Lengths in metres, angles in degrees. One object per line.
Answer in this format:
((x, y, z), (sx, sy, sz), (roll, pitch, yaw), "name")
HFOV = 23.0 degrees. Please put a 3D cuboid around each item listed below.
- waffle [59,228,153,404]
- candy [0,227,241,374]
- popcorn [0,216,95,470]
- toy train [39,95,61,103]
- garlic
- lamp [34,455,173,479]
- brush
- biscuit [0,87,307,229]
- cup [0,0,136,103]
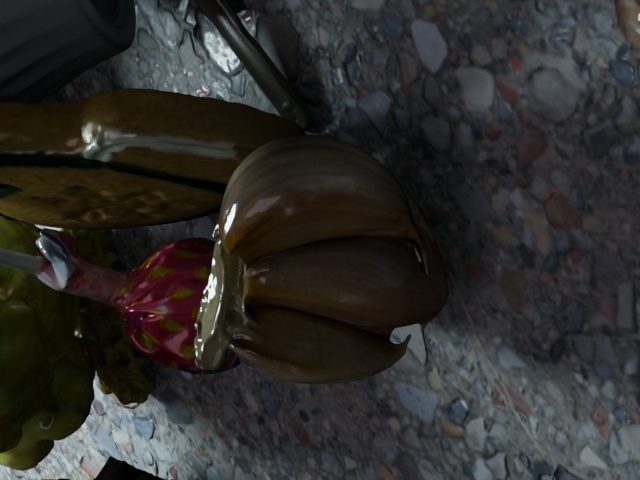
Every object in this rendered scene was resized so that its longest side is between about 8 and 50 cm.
((-0.219, 0.076, 1.603), (0.192, 0.046, 0.160), (56, 142, 10), "waffle")
((-0.228, 0.027, 1.390), (0.365, 0.124, 0.124), (17, 137, -11), "candy")
((-0.333, 0.111, 1.512), (0.225, 0.276, 0.276), (33, 132, 34), "popcorn")
((-0.344, -0.127, 1.552), (0.107, 0.154, 0.198), (-19, 95, 55), "toy train")
((0.000, 0.000, 1.213), (0.160, 0.191, 0.214), (-103, 16, -56), "garlic")
((-0.218, 0.342, 1.591), (0.305, 0.239, 0.305), (23, 168, 5), "lamp")
((-0.063, -0.171, 1.309), (0.190, 0.027, 0.034), (53, 145, 3), "brush")
((-0.188, -0.060, 1.314), (0.344, 0.287, 0.057), (-13, 72, 48), "biscuit")
((-0.366, -0.197, 1.344), (0.372, 0.253, 0.253), (-19, 97, 11), "cup")
